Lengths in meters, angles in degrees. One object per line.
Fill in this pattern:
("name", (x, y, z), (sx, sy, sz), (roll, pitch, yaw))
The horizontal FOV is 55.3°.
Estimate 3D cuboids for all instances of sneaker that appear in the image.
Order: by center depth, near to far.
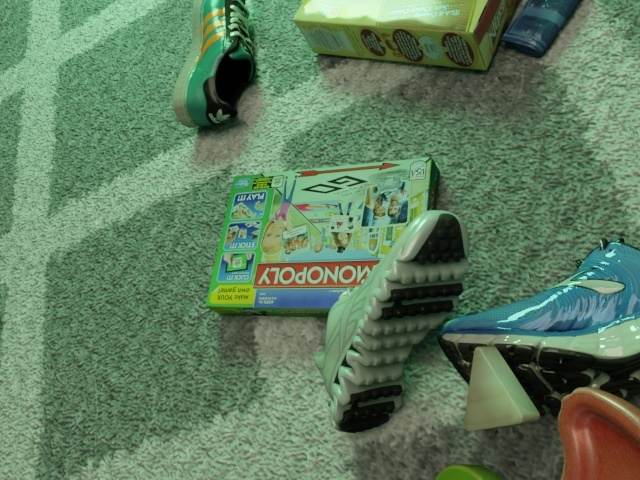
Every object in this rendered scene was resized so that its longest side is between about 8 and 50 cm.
("sneaker", (0.284, 0.085, 0.633), (0.329, 0.130, 0.147), (-12, 38, 30))
("sneaker", (0.064, 0.080, 0.683), (0.118, 0.110, 0.292), (57, 133, 45))
("sneaker", (-0.160, -0.339, 1.073), (0.121, 0.108, 0.302), (4, 76, 28))

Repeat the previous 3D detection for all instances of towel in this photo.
("towel", (0.312, -0.316, 0.855), (0.067, 0.029, 0.119), (32, 83, 34))

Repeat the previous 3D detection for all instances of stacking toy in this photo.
("stacking toy", (0.235, 0.257, 0.535), (0.279, 0.130, 0.309), (-138, 55, -61))

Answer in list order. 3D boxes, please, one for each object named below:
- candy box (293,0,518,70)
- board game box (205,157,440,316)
("candy box", (0.134, -0.373, 0.939), (0.316, 0.087, 0.183), (18, 75, 33))
("board game box", (0.000, 0.000, 0.854), (0.317, 0.046, 0.214), (-3, 65, 26))
